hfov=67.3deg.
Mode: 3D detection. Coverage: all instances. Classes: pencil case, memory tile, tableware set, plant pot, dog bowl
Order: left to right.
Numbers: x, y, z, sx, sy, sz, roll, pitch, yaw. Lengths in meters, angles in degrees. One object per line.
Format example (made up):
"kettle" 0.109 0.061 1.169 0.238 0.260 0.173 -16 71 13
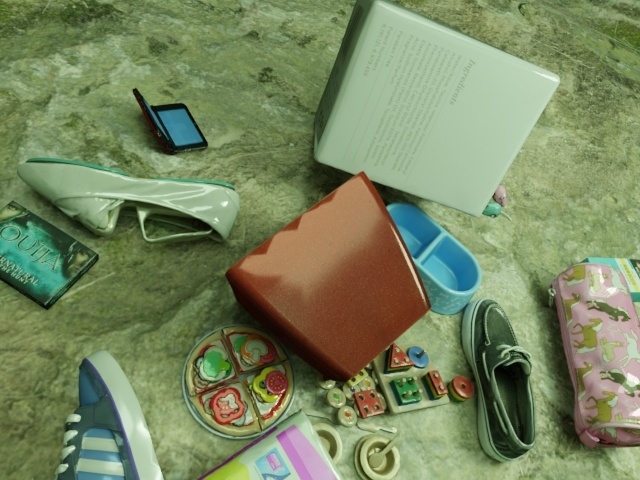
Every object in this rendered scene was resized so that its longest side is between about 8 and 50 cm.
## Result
"plant pot" 0.027 0.089 0.817 0.267 0.267 0.236 -38 81 -14
"tableware set" 0.052 0.362 0.823 0.194 0.039 0.128 16 55 -10
"memory tile" 0.071 0.271 0.886 0.148 0.012 0.113 -12 57 -37
"dog bowl" 0.234 0.031 1.082 0.297 0.074 0.166 43 54 8
"pencil case" 0.607 0.243 1.036 0.160 0.167 0.386 35 46 -35

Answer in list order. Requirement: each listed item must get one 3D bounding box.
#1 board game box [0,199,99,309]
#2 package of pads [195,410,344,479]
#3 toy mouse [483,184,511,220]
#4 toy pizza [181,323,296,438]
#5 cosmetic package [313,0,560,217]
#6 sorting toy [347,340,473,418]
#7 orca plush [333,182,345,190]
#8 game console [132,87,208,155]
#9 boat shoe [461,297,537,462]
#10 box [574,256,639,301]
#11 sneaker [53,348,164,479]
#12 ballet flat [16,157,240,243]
"board game box" -0.507 0.021 0.839 0.186 0.026 0.126 32 54 1
"package of pads" -0.047 0.435 0.678 0.229 0.101 0.296 -29 73 -19
"toy mouse" 0.465 -0.111 1.285 0.161 0.031 0.143 -31 74 -33
"toy pizza" -0.137 0.237 0.837 0.201 0.032 0.201 10 56 -15
"cosmetic package" 0.220 -0.311 1.076 0.393 0.327 0.329 18 28 -9
"sorting toy" 0.167 0.251 0.913 0.274 0.046 0.132 1 50 -27
"orca plush" 0.081 0.018 1.029 0.151 0.102 0.287 -19 71 -1
"game console" -0.329 -0.269 1.059 0.085 0.124 0.144 -31 71 -5
"boat shoe" 0.373 0.258 0.960 0.121 0.119 0.335 10 56 -14
"box" 0.786 0.103 1.251 0.244 0.060 0.101 2 59 -19
"sneaker" -0.347 0.330 0.637 0.236 0.130 0.323 -17 72 -33
"ballet flat" -0.352 -0.063 0.902 0.400 0.139 0.139 6 57 -18
